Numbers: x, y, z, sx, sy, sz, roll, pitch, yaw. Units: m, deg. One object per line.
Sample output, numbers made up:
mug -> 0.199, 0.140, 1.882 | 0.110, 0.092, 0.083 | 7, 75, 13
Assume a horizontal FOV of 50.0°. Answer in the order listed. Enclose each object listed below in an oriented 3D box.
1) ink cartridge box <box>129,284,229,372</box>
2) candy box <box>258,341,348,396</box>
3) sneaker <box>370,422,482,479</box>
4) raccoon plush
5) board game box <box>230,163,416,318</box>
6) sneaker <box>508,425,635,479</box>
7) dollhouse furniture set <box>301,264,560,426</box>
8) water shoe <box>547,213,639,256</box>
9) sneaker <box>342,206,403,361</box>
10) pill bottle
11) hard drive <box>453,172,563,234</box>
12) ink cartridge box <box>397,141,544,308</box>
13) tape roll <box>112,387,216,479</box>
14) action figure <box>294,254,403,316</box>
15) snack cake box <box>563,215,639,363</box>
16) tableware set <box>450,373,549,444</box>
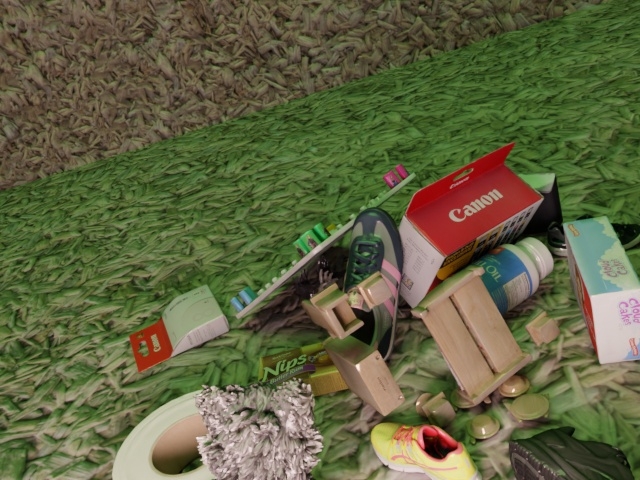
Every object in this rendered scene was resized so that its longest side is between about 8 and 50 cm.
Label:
ink cartridge box -> -0.355, 0.208, 1.679 | 0.232, 0.066, 0.189 | -20, 27, -14
candy box -> -0.031, 0.264, 1.381 | 0.186, 0.053, 0.109 | -13, 27, 5
sneaker -> 0.162, 0.326, 1.104 | 0.208, 0.094, 0.081 | 9, 39, 44
raccoon plush -> -0.048, 0.379, 0.865 | 0.216, 0.299, 0.446 | -9, 26, -17
board game box -> 0.000, 0.000, 1.599 | 0.390, 0.050, 0.390 | -37, -3, -41
sneaker -> 0.389, 0.341, 0.938 | 0.130, 0.109, 0.286 | -20, 28, -19
dollhouse furniture set -> 0.188, 0.130, 1.220 | 0.355, 0.303, 0.174 | -33, 13, -14
water shoe -> 0.603, -0.017, 1.501 | 0.203, 0.080, 0.073 | -11, 28, 12
sneaker -> 0.092, 0.087, 1.337 | 0.112, 0.319, 0.131 | -3, -6, 26
pill bottle -> 0.366, 0.082, 1.408 | 0.221, 0.124, 0.124 | -29, 29, -22
hard drive -> 0.434, -0.080, 1.632 | 0.254, 0.172, 0.054 | -2, 46, 26
ink cartridge box -> 0.306, -0.031, 1.448 | 0.309, 0.272, 0.130 | -28, 63, -28
tape roll -> -0.211, 0.388, 1.205 | 0.286, 0.100, 0.286 | -14, 27, 7
action figure -> 0.062, 0.101, 1.539 | 0.164, 0.141, 0.275 | -26, 25, -35
snack cake box -> 0.526, 0.084, 1.278 | 0.089, 0.152, 0.264 | -10, 28, 14
tableware set -> 0.307, 0.281, 1.183 | 0.168, 0.020, 0.141 | -18, 21, 6
